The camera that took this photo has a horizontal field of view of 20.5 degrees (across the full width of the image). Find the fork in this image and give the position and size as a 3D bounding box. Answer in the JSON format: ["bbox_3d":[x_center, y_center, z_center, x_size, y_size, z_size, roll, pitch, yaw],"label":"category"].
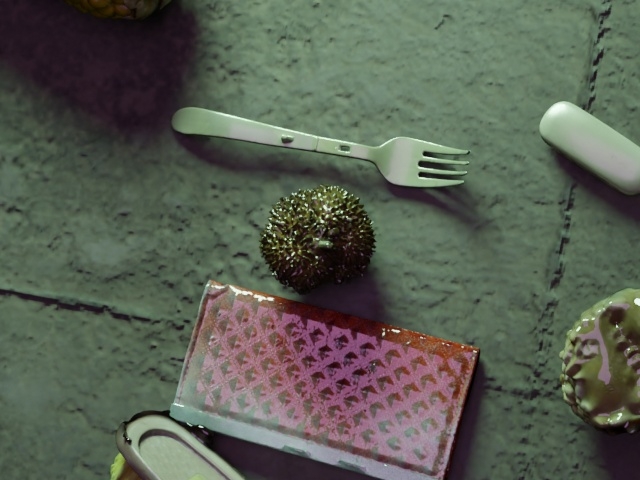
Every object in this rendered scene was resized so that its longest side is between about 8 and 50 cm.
[{"bbox_3d":[-0.002,-0.064,1.223,0.219,0.028,0.034,10,92,17],"label":"fork"}]

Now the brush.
[{"bbox_3d":[-0.021,0.232,1.167,0.313,0.072,0.067,39,121,10],"label":"brush"}]

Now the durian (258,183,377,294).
[{"bbox_3d":[0.000,0.000,1.178,0.080,0.091,0.080,-1,94,-14],"label":"durian"}]

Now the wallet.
[{"bbox_3d":[0.001,0.098,1.197,0.197,0.020,0.103,13,86,14],"label":"wallet"}]

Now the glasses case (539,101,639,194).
[{"bbox_3d":[0.184,-0.061,1.180,0.083,0.021,0.032,35,91,14],"label":"glasses case"}]

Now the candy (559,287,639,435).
[{"bbox_3d":[0.194,0.075,1.114,0.095,0.110,0.085,-23,83,6],"label":"candy"}]

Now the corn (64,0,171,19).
[{"bbox_3d":[-0.229,-0.252,1.253,0.305,0.106,0.106,29,89,15],"label":"corn"}]
